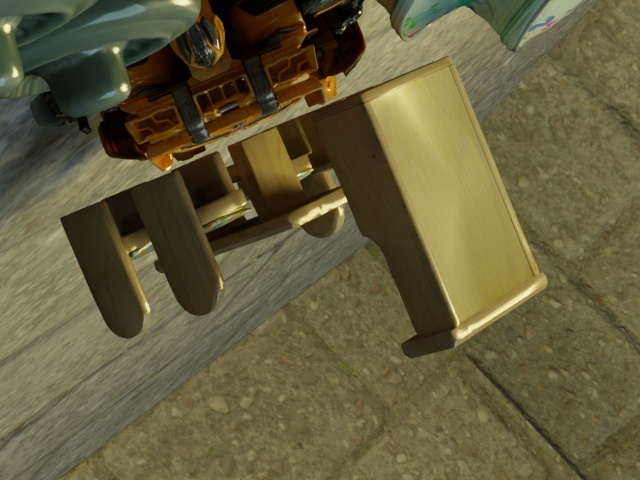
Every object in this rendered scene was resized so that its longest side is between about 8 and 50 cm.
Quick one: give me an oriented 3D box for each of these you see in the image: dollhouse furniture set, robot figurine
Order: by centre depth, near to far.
[{"bbox_3d":[-0.056,-0.102,1.024,0.211,0.085,0.291,-23,-176,2],"label":"robot figurine"},{"bbox_3d":[0.000,0.000,1.125,0.242,0.161,0.212,-18,-174,44],"label":"dollhouse furniture set"}]

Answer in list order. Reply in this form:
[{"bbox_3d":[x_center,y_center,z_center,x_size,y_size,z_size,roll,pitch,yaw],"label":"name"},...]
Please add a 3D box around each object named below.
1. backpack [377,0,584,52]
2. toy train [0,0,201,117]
[{"bbox_3d":[0.119,-0.236,1.075,0.253,0.191,0.225,-33,170,-37],"label":"backpack"},{"bbox_3d":[-0.154,-0.081,0.416,0.190,0.142,0.334,-17,-179,11],"label":"toy train"}]
